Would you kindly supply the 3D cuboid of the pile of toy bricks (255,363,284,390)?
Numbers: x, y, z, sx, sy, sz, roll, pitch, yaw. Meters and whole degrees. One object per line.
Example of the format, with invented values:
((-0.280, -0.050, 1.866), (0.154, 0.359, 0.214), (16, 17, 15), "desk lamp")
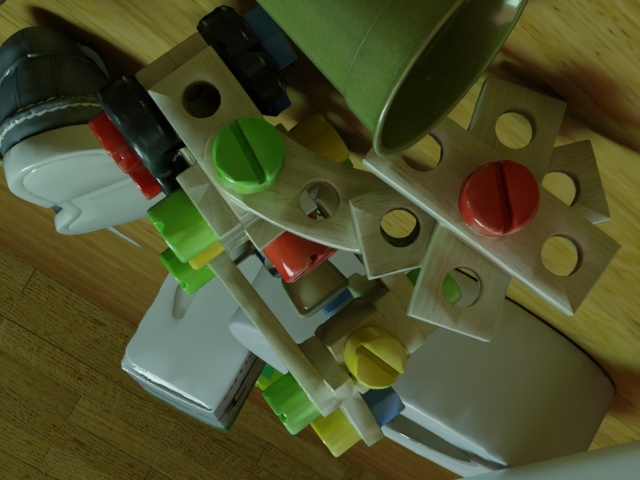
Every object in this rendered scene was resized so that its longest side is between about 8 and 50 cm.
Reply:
((-0.034, 0.121, 1.412), (0.212, 0.105, 0.118), (35, 168, -25), "pile of toy bricks")

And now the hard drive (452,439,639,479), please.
((0.154, 0.225, 0.816), (0.307, 0.203, 0.040), (-22, 133, 40), "hard drive")

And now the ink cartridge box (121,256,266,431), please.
((-0.090, 0.076, 1.209), (0.092, 0.160, 0.219), (28, 170, 5), "ink cartridge box")

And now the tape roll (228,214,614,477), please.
((0.074, 0.094, 1.029), (0.286, 0.100, 0.286), (28, 169, 6), "tape roll")

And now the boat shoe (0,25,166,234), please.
((-0.161, -0.072, 0.979), (0.319, 0.116, 0.099), (61, -170, -82), "boat shoe")

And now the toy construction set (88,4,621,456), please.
((0.000, 0.000, 0.651), (0.215, 0.151, 0.328), (54, 161, 3), "toy construction set")

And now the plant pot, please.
((0.017, -0.084, 0.449), (0.079, 0.083, 0.083), (41, 172, 14), "plant pot")

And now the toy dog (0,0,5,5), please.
((-0.286, -0.051, 0.578), (0.284, 0.395, 0.408), (20, 160, 6), "toy dog")

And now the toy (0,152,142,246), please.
((-0.249, -0.075, 1.211), (0.137, 0.056, 0.237), (33, 174, -37), "toy")
